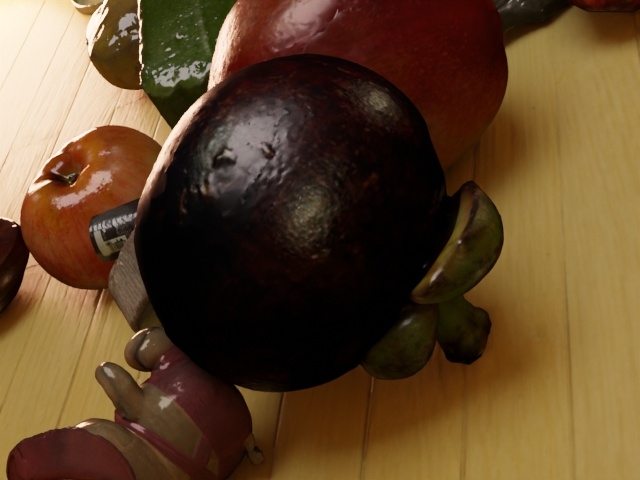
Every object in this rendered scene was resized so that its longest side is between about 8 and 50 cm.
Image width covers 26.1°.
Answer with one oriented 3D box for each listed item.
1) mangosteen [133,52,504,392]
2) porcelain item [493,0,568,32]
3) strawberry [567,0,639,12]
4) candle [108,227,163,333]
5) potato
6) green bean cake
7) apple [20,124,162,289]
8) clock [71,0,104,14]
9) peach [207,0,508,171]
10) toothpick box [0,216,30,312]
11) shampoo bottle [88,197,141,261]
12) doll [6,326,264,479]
[{"bbox_3d":[-0.011,-0.007,1.255,0.330,0.330,0.330,-22,34,16],"label":"mangosteen"},{"bbox_3d":[0.247,-0.292,1.694,0.215,0.069,0.081,-26,28,2],"label":"porcelain item"},{"bbox_3d":[0.364,-0.427,1.612,0.292,0.310,0.292,4,14,-1],"label":"strawberry"},{"bbox_3d":[-0.140,0.012,1.451,0.192,0.168,0.068,-36,67,-3],"label":"candle"},{"bbox_3d":[-0.278,-0.311,2.103,0.154,0.137,0.200,-56,26,21],"label":"potato"},{"bbox_3d":[-0.117,-0.263,1.745,0.222,0.125,0.248,-24,48,12],"label":"green bean cake"},{"bbox_3d":[-0.267,-0.041,1.699,0.209,0.164,0.209,-23,36,18],"label":"apple"},{"bbox_3d":[-0.350,-0.491,2.495,0.235,0.029,0.235,-23,33,16],"label":"clock"},{"bbox_3d":[0.046,-0.182,1.495,0.332,0.308,0.308,-21,34,22],"label":"peach"},{"bbox_3d":[-0.502,-0.020,1.750,0.192,0.294,0.192,-23,30,14],"label":"toothpick box"},{"bbox_3d":[-0.158,-0.030,1.563,0.207,0.057,0.063,-18,38,11],"label":"shampoo bottle"},{"bbox_3d":[-0.180,0.215,1.267,0.152,0.196,0.256,-21,23,48],"label":"doll"}]
